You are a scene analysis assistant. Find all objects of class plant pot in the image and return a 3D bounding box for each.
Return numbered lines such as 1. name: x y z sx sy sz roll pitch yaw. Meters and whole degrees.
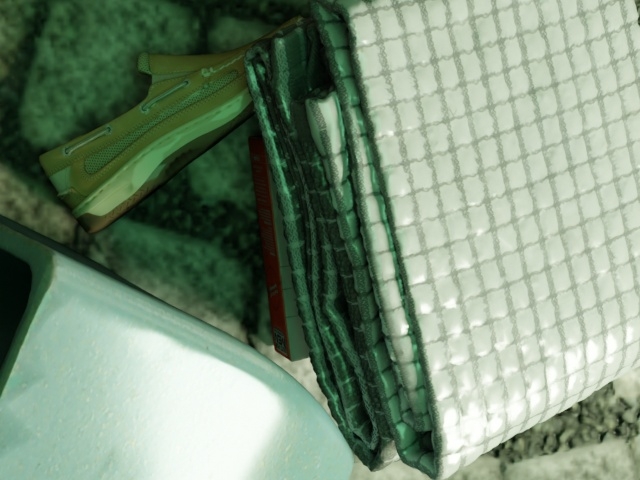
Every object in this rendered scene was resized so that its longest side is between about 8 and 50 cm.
1. plant pot: -0.134 0.134 0.863 0.252 0.247 0.248 23 89 -35

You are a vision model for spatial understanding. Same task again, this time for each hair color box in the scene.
1. hair color box: 0.000 0.000 0.981 0.072 0.043 0.141 -8 98 -16

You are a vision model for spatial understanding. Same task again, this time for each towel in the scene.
1. towel: 0.089 -0.030 0.936 0.235 0.121 0.284 -22 104 -32

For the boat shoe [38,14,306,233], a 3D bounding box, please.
1. boat shoe: -0.085 -0.087 0.937 0.190 0.068 0.072 -38 93 -9
